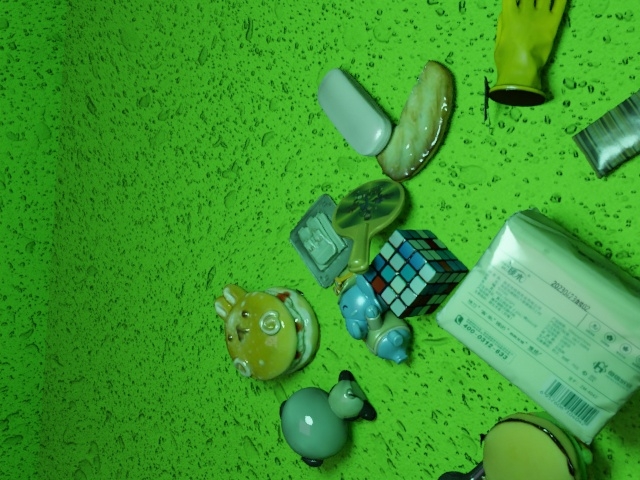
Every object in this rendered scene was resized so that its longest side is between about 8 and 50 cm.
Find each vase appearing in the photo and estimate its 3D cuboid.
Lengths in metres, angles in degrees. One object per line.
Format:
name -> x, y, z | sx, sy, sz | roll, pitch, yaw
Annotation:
vase -> 0.347, 0.558, 1.448 | 0.183, 0.120, 0.120 | -50, 61, 11

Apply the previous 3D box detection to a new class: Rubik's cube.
Rubik's cube -> 0.224, 0.076, 1.499 | 0.151, 0.154, 0.155 | 51, 119, 27

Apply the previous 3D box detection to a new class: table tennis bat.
table tennis bat -> 0.112, -0.041, 1.542 | 0.198, 0.050, 0.321 | -15, 38, 26

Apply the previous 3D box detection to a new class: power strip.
power strip -> 0.000, 0.000, 1.739 | 0.213, 0.064, 0.198 | 53, 123, 24

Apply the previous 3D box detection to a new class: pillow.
pillow -> 0.614, -0.224, 1.251 | 0.203, 0.038, 0.113 | -38, 65, 33

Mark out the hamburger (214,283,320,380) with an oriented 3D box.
hamburger -> -0.164, 0.247, 1.802 | 0.261, 0.186, 0.303 | -45, 62, 30

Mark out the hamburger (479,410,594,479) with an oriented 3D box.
hamburger -> 0.465, 0.465, 1.319 | 0.237, 0.148, 0.237 | 2, 92, 48

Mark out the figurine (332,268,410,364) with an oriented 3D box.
figurine -> 0.130, 0.178, 1.575 | 0.154, 0.180, 0.262 | -43, 56, 10

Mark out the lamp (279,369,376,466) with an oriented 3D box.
lamp -> 0.010, 0.469, 1.681 | 0.243, 0.197, 0.198 | -38, 66, 9

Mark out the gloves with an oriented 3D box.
gloves -> 0.448, -0.448, 1.358 | 0.133, 0.116, 0.295 | 10, 88, 11

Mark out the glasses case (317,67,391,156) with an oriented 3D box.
glasses case -> 0.083, -0.336, 1.640 | 0.113, 0.075, 0.297 | -54, 50, 28

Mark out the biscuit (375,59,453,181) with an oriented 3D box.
biscuit -> 0.242, -0.280, 1.543 | 0.154, 0.045, 0.299 | 47, 118, 36

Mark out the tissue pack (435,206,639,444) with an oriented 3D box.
tissue pack -> 0.469, 0.154, 1.241 | 0.380, 0.207, 0.297 | 41, 116, 20

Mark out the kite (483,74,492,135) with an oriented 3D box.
kite -> 0.373, -0.300, 1.403 | 0.011, 0.139, 0.157 | 2, 131, 23
